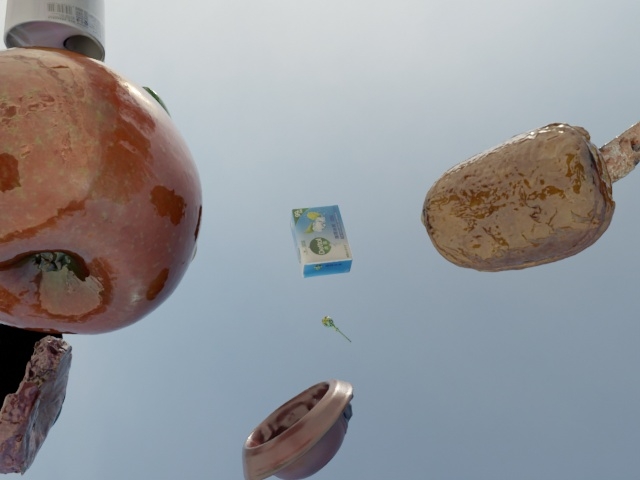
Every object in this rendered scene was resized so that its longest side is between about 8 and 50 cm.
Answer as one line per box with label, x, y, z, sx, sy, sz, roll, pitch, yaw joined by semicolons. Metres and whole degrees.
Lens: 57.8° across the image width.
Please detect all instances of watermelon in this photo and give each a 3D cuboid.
watermelon;0.638;-0.175;1.257;0.241;0.154;0.094;-42;-103;17

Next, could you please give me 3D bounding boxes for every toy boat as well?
toy boat;-0.550;0.220;1.071;0.092;0.134;0.299;-42;-125;51

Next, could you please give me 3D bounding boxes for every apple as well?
apple;-0.315;-0.050;0.705;0.348;0.348;0.277;-31;-135;22

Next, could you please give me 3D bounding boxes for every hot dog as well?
hot dog;0.281;-0.055;0.847;0.272;0.122;0.196;-24;-104;41

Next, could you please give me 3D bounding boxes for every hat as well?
hat;-0.024;0.292;0.860;0.205;0.089;0.205;-35;-179;1

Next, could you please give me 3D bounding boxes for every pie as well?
pie;-0.451;0.260;0.917;0.219;0.054;0.204;-86;-164;-47

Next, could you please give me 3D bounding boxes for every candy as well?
candy;0.037;0.201;1.296;0.023;0.083;0.025;-47;179;-28

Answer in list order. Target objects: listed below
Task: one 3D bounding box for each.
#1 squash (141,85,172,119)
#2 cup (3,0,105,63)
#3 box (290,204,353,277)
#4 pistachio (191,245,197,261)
squash;-0.314;-0.158;1.152;0.082;0.082;0.293;-4;-78;38
cup;-0.373;-0.339;0.867;0.134;0.173;0.142;-17;-109;36
box;0.000;0.000;1.624;0.139;0.073;0.194;-6;-125;-12
pistachio;-0.361;-0.029;1.055;0.299;0.187;0.188;29;-97;6
